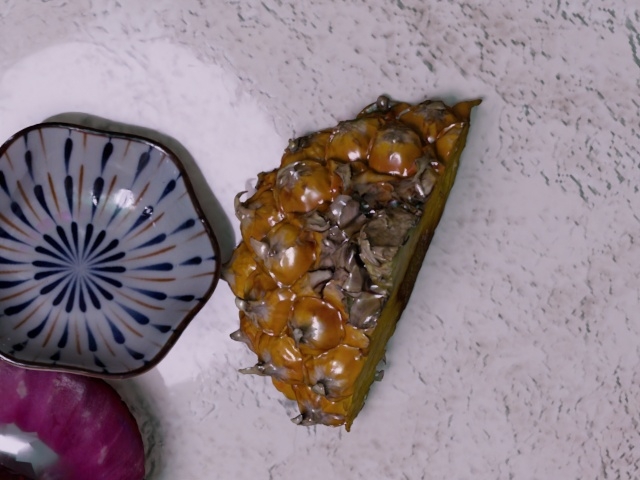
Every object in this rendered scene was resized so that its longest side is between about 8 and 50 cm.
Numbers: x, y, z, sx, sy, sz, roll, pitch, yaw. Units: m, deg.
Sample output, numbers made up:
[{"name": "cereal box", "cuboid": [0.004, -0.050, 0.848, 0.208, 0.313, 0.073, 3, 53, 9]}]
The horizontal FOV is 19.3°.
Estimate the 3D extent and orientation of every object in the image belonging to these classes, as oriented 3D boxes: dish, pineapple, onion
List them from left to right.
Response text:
[{"name": "onion", "cuboid": [-0.207, 0.161, 1.299, 0.177, 0.153, 0.177, 0, 86, 3]}, {"name": "dish", "cuboid": [-0.166, 0.014, 1.296, 0.191, 0.066, 0.190, 4, 71, -12]}, {"name": "pineapple", "cuboid": [-0.002, 0.005, 1.260, 0.140, 0.164, 0.249, 23, 103, 7]}]
